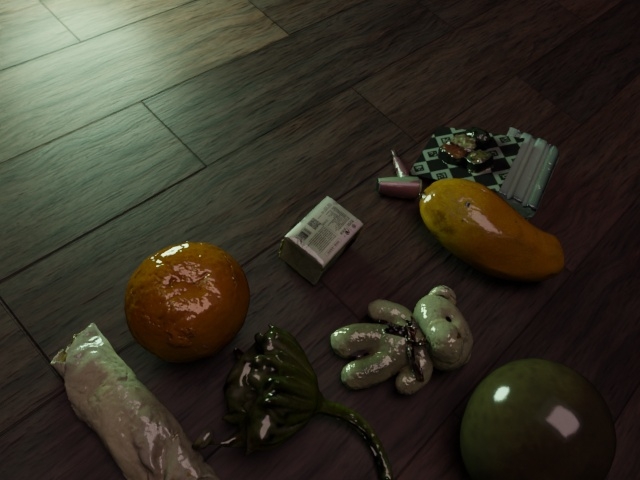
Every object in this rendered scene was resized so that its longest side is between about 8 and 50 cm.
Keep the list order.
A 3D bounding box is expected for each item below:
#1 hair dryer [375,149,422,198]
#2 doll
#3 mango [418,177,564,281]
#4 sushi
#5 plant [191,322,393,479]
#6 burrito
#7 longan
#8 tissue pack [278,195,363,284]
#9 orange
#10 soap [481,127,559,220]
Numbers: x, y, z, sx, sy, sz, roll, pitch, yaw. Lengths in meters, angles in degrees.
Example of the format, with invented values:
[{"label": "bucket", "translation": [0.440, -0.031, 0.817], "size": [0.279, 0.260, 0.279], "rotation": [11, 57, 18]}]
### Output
[{"label": "hair dryer", "translation": [0.188, -0.167, 1.378], "size": [0.106, 0.054, 0.154], "rotation": [6, 46, -5]}, {"label": "doll", "translation": [0.165, 0.200, 1.079], "size": [0.278, 0.149, 0.175], "rotation": [-16, 95, -9]}, {"label": "mango", "translation": [0.382, -0.017, 1.263], "size": [0.359, 0.144, 0.187], "rotation": [35, 59, 6]}, {"label": "sushi", "translation": [0.366, -0.229, 1.398], "size": [0.232, 0.047, 0.219], "rotation": [15, 51, 27]}, {"label": "plant", "translation": [-0.035, 0.304, 1.001], "size": [0.334, 0.180, 0.251], "rotation": [36, 41, -30]}, {"label": "burrito", "translation": [-0.309, 0.305, 0.921], "size": [0.117, 0.076, 0.392], "rotation": [-43, 74, -11]}, {"label": "longan", "translation": [0.373, 0.336, 0.967], "size": [0.258, 0.258, 0.257], "rotation": [7, 56, -10]}, {"label": "tissue pack", "translation": [0.000, 0.001, 1.180], "size": [0.106, 0.099, 0.148], "rotation": [39, 57, 10]}, {"label": "orange", "translation": [-0.236, 0.109, 0.996], "size": [0.220, 0.193, 0.219], "rotation": [5, 42, -5]}, {"label": "soap", "translation": [0.497, -0.157, 1.418], "size": [0.150, 0.094, 0.261], "rotation": [27, 56, 13]}]
